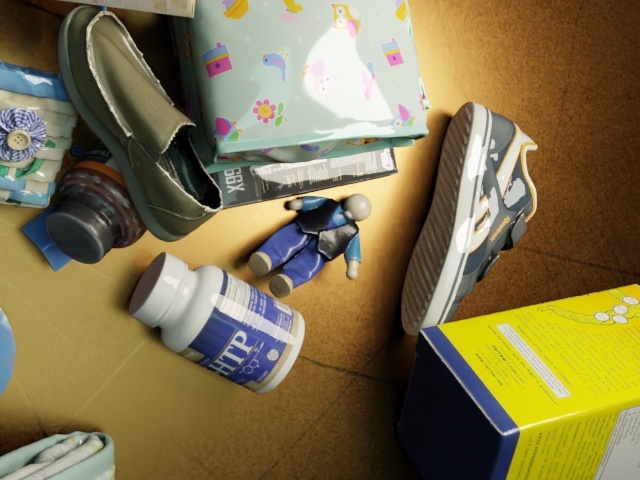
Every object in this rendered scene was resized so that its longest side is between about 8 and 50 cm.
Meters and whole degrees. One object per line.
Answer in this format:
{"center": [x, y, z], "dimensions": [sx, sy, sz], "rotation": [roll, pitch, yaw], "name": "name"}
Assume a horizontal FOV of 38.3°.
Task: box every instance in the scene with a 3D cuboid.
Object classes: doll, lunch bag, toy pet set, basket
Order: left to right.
{"center": [-0.346, -0.183, 0.924], "dimensions": [0.254, 0.201, 0.289], "rotation": [4, 97, -31], "name": "basket"}
{"center": [-0.276, -0.031, 1.034], "dimensions": [0.114, 0.065, 0.122], "rotation": [-40, 105, -18], "name": "toy pet set"}
{"center": [-0.016, -0.199, 1.004], "dimensions": [0.262, 0.160, 0.224], "rotation": [-10, 87, -18], "name": "lunch bag"}
{"center": [0.000, 0.000, 1.150], "dimensions": [0.129, 0.046, 0.189], "rotation": [46, 54, 5], "name": "doll"}

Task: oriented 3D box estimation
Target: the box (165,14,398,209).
{"center": [-0.049, -0.206, 1.125], "dimensions": [0.242, 0.076, 0.308], "rotation": [-14, 96, -23], "name": "box"}

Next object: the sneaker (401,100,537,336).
{"center": [0.207, -0.015, 1.215], "dimensions": [0.127, 0.126, 0.321], "rotation": [20, 81, -17], "name": "sneaker"}

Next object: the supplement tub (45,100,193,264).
{"center": [-0.212, -0.064, 1.002], "dimensions": [0.106, 0.106, 0.198], "rotation": [47, 46, -17], "name": "supplement tub"}

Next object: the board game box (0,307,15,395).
{"center": [-0.418, 0.122, 0.993], "dimensions": [0.168, 0.033, 0.133], "rotation": [3, 95, -19], "name": "board game box"}

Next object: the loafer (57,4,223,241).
{"center": [-0.166, -0.119, 0.910], "dimensions": [0.251, 0.087, 0.094], "rotation": [64, 35, -23], "name": "loafer"}

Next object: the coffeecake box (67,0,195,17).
{"center": [-0.204, -0.298, 0.871], "dimensions": [0.185, 0.068, 0.142], "rotation": [7, 66, -5], "name": "coffeecake box"}

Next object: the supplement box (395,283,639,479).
{"center": [0.306, 0.211, 1.189], "dimensions": [0.356, 0.195, 0.194], "rotation": [-8, 127, -24], "name": "supplement box"}

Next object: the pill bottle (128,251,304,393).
{"center": [-0.123, 0.093, 1.078], "dimensions": [0.186, 0.112, 0.112], "rotation": [30, 79, -21], "name": "pill bottle"}

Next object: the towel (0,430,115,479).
{"center": [-0.302, 0.374, 0.890], "dimensions": [0.090, 0.374, 0.321], "rotation": [6, 90, 10], "name": "towel"}
